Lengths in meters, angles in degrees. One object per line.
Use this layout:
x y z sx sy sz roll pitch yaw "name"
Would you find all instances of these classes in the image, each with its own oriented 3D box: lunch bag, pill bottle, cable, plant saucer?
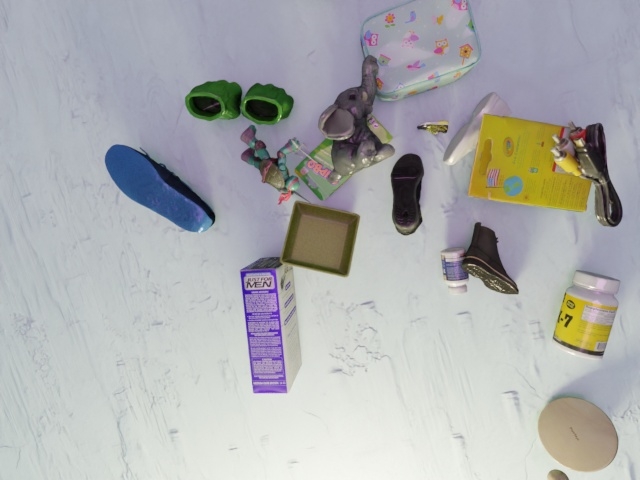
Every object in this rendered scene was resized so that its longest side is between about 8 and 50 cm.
0.248 -0.496 1.017 0.280 0.108 0.223 -17 93 8 "lunch bag"
0.368 0.083 1.099 0.067 0.067 0.120 -8 96 8 "pill bottle"
0.692 0.190 1.048 0.120 0.119 0.208 11 98 5 "pill bottle"
0.653 -0.164 0.972 0.287 0.072 0.139 47 74 -24 "cable"
0.000 0.000 1.111 0.189 0.045 0.188 13 71 0 "plant saucer"

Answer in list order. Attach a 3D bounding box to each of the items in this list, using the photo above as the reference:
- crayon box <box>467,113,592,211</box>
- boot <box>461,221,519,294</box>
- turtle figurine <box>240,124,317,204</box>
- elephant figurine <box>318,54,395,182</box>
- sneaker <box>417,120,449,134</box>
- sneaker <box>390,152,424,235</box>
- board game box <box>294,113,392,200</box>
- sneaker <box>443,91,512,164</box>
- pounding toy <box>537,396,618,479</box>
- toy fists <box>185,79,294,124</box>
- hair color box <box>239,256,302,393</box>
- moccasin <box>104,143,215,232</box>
0.514 -0.190 1.002 0.320 0.081 0.201 7 99 -9 "crayon box"
0.474 0.051 1.084 0.198 0.077 0.136 34 65 -26 "boot"
-0.113 -0.197 1.073 0.234 0.118 0.175 39 131 14 "turtle figurine"
0.077 -0.298 1.013 0.186 0.169 0.239 -25 95 -15 "elephant figurine"
0.301 -0.299 1.074 0.084 0.031 0.035 -3 98 7 "sneaker"
0.233 -0.116 1.089 0.087 0.130 0.227 1 70 12 "sneaker"
0.060 -0.237 1.111 0.259 0.039 0.124 -42 90 8 "board game box"
0.413 -0.272 1.047 0.094 0.080 0.212 35 99 -11 "sneaker"
0.706 0.558 1.094 0.183 0.110 0.236 -12 57 37 "pounding toy"
-0.211 -0.369 1.076 0.280 0.142 0.096 6 129 7 "toy fists"
-0.131 0.225 1.120 0.110 0.185 0.337 -2 97 9 "hair color box"
-0.453 -0.136 1.148 0.342 0.117 0.137 43 101 -3 "moccasin"
